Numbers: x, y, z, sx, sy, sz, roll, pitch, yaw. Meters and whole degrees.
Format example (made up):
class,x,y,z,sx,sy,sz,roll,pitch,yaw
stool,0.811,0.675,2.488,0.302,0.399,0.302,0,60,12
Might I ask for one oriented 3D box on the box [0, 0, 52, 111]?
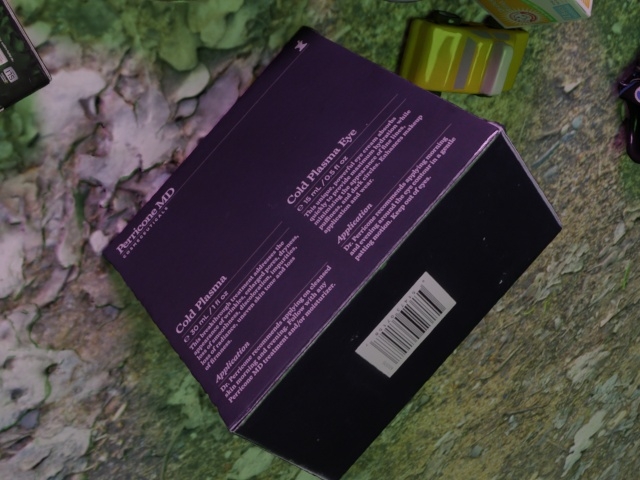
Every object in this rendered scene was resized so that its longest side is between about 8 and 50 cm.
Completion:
class,x,y,z,sx,sy,sz,roll,pitch,yaw
box,-0.385,-0.190,0.562,0.257,0.079,0.322,-34,134,-13

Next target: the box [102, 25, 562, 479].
class,x,y,z,sx,sy,sz,roll,pitch,yaw
box,0.000,0.000,0.818,0.343,0.312,0.179,-48,136,0

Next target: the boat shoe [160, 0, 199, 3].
class,x,y,z,sx,sy,sz,roll,pitch,yaw
boat shoe,-0.120,-0.261,0.701,0.303,0.098,0.109,-13,126,-31

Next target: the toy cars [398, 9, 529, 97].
class,x,y,z,sx,sy,sz,roll,pitch,yaw
toy cars,0.144,-0.272,0.905,0.176,0.087,0.393,-47,136,-2

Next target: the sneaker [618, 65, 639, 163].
class,x,y,z,sx,sy,sz,roll,pitch,yaw
sneaker,0.541,-0.251,1.197,0.147,0.130,0.329,-22,130,-28

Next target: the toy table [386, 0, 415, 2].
class,x,y,z,sx,sy,sz,roll,pitch,yaw
toy table,0.136,-0.341,0.702,0.252,0.161,0.274,25,97,-10

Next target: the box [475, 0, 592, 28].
class,x,y,z,sx,sy,sz,roll,pitch,yaw
box,0.233,-0.345,0.853,0.114,0.103,0.203,21,78,-48
